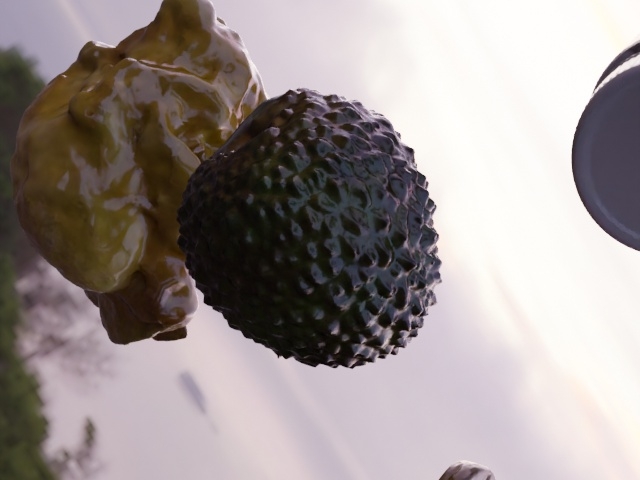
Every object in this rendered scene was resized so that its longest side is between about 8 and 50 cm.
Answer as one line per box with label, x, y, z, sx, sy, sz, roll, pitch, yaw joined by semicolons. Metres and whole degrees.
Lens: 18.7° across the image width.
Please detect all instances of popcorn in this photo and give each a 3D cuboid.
popcorn;-0.132;-0.051;1.446;0.190;0.191;0.253;16;67;-58

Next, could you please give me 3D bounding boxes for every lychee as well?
lychee;0.000;0.000;1.150;0.171;0.171;0.171;58;-2;4

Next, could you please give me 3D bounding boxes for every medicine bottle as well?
medicine bottle;0.293;-0.091;1.531;0.165;0.165;0.273;58;23;-2

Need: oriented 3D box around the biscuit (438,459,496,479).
biscuit;0.074;0.251;1.327;0.035;0.158;0.240;22;-60;25
